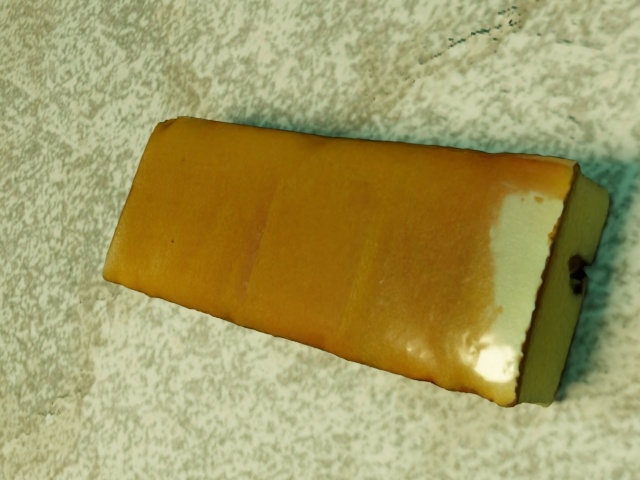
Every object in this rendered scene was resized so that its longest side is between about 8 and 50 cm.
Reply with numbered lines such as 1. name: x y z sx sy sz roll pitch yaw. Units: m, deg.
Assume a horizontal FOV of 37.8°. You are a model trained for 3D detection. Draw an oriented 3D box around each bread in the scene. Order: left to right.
1. bread: 0.000 0.000 0.625 0.361 0.077 0.138 12 86 40
